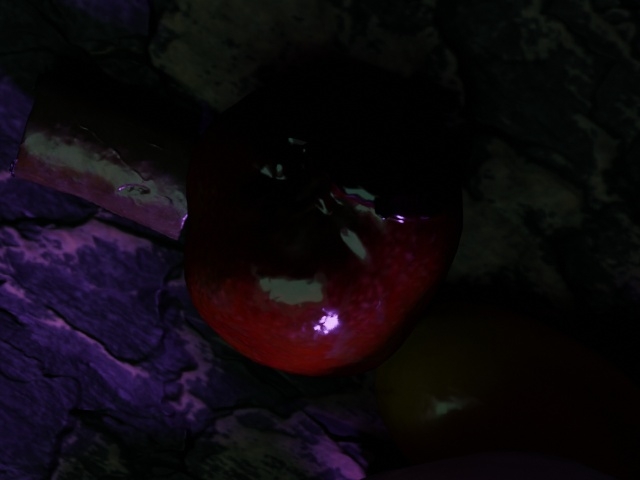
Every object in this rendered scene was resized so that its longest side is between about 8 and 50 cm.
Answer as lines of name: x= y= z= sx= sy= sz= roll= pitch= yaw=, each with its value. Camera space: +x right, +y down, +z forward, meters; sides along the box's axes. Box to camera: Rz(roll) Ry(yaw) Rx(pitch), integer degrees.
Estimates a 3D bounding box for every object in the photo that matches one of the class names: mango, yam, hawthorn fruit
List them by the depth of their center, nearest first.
hawthorn fruit: x=0.000 y=0.000 z=1.269 sx=0.190 sy=0.189 sz=0.251 roll=15 pitch=152 yaw=5
yam: x=-0.143 y=-0.060 z=1.318 sx=0.127 sy=0.084 sz=0.084 roll=20 pitch=134 yaw=-5
mango: x=0.143 y=0.128 z=1.366 sx=0.227 sy=0.109 sz=0.147 roll=27 pitch=111 yaw=-5

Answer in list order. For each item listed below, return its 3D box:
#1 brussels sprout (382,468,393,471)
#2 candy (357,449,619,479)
brussels sprout: x=0.065 y=0.219 z=1.509 sx=0.085 sy=0.058 sz=0.085 roll=40 pitch=152 yaw=26
candy: x=0.129 y=0.308 z=1.330 sx=0.427 sy=0.186 sz=0.386 roll=-6 pitch=112 yaw=41
